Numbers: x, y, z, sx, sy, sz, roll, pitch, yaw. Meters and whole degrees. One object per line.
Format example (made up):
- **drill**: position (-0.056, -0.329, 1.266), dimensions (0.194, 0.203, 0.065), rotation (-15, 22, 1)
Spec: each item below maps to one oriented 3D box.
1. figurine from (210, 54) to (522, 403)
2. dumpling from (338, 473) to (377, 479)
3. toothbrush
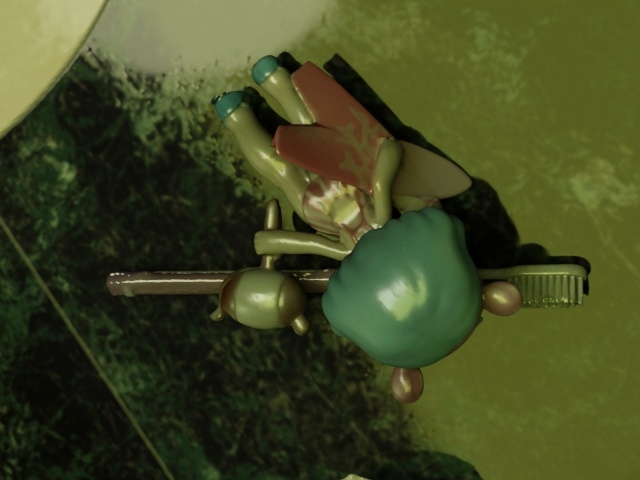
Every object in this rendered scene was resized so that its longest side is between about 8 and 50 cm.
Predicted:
- **figurine**: position (0.001, -0.006, 1.255), dimensions (0.205, 0.103, 0.260), rotation (-39, 71, 4)
- **dumpling**: position (0.058, 0.234, 1.302), dimensions (0.188, 0.108, 0.127), rotation (11, 77, 26)
- **toothbrush**: position (0.014, 0.034, 1.310), dimensions (0.354, 0.024, 0.029), rotation (-1, 67, 14)
